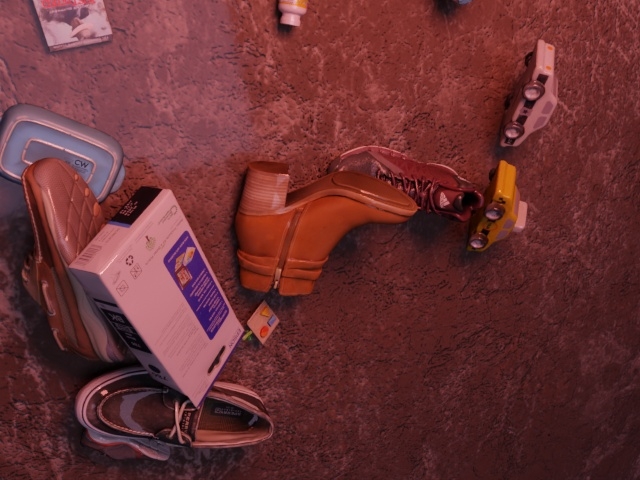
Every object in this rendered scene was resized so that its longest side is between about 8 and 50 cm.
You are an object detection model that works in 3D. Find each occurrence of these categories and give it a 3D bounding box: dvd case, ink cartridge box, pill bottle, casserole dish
[{"bbox_3d":[-0.331,-0.317,0.784,0.087,0.013,0.119,-18,117,-19],"label":"dvd case"},{"bbox_3d":[-0.224,0.096,0.893,0.165,0.065,0.332,-60,146,-37],"label":"ink cartridge box"},{"bbox_3d":[-0.039,-0.363,0.888,0.043,0.043,0.083,2,109,-26],"label":"pill bottle"},{"bbox_3d":[-0.364,-0.113,0.834,0.188,0.037,0.114,21,100,-31],"label":"casserole dish"}]

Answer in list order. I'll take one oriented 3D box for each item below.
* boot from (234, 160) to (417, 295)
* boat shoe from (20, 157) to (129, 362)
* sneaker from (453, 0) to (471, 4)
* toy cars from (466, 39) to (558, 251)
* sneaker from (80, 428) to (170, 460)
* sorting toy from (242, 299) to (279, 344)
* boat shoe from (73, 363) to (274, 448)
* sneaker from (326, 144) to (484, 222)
[{"bbox_3d":[0.000,0.000,0.973,0.283,0.109,0.220,7,115,-5],"label":"boot"},{"bbox_3d":[-0.361,0.044,0.839,0.116,0.123,0.324,-4,117,5],"label":"boat shoe"},{"bbox_3d":[0.198,-0.483,0.925,0.087,0.092,0.228,-28,117,-14],"label":"sneaker"},{"bbox_3d":[0.359,-0.150,1.077,0.087,0.176,0.393,15,105,4],"label":"toy cars"},{"bbox_3d":[-0.335,0.347,1.024,0.158,0.061,0.065,31,116,-28],"label":"sneaker"},{"bbox_3d":[-0.105,0.154,1.051,0.083,0.012,0.062,-54,130,-35],"label":"sorting toy"},{"bbox_3d":[-0.225,0.280,0.992,0.335,0.119,0.121,11,89,-33],"label":"boat shoe"},{"bbox_3d":[0.162,-0.092,1.018,0.281,0.162,0.106,1,109,-26],"label":"sneaker"}]
